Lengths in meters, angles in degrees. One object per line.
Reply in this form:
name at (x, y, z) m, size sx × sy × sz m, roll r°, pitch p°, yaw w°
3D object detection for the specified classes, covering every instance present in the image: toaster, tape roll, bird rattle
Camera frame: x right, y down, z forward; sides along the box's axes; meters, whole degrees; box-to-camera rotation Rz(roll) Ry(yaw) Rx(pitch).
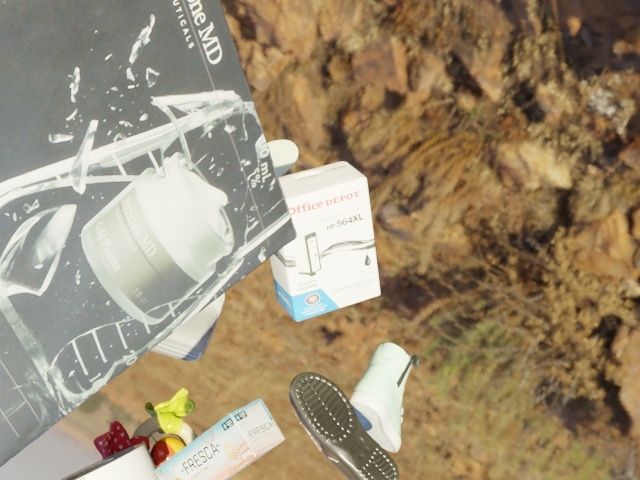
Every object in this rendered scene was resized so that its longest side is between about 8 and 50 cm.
toaster at (-0.281, 0.137, 1.849) m, size 0.129 × 0.226 × 0.146 m, roll 7°, pitch 164°, yaw 43°
tape roll at (-0.444, 0.490, 1.841) m, size 0.100 × 0.286 × 0.286 m, roll 66°, pitch 161°, yaw 4°
bird rattle at (-0.354, 0.445, 2.110) m, size 0.207 × 0.253 × 0.143 m, roll 46°, pitch 129°, yaw 6°

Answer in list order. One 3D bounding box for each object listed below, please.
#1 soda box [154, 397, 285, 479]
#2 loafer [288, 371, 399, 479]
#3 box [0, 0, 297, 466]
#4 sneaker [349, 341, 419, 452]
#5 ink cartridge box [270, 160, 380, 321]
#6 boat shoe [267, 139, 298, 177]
soda box at (-0.127, 0.266, 1.197) m, size 0.183 × 0.058 × 0.063 m, roll -40°, pitch 77°, yaw 37°
loafer at (0.021, 0.297, 1.451) m, size 0.220 × 0.080 × 0.078 m, roll 53°, pitch 145°, yaw 4°
box at (-0.338, -0.094, 1.105) m, size 0.297 × 0.472 × 0.479 m, roll 27°, pitch 147°, yaw 41°
sneaker at (0.124, 0.277, 1.724) m, size 0.094 × 0.151 × 0.256 m, roll 21°, pitch 154°, yaw 18°
ink cartridge box at (0.000, 0.000, 1.468) m, size 0.086 × 0.148 × 0.203 m, roll -135°, pitch 32°, yaw -59°
boat shoe at (-0.145, -0.140, 2.130) m, size 0.079 × 0.228 × 0.081 m, roll 55°, pitch -178°, yaw 9°
